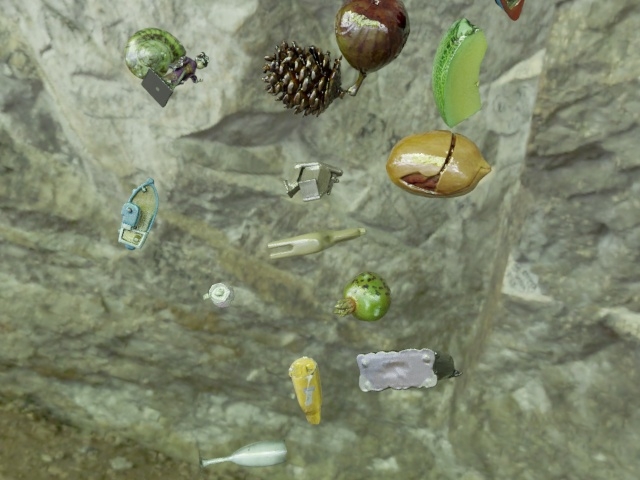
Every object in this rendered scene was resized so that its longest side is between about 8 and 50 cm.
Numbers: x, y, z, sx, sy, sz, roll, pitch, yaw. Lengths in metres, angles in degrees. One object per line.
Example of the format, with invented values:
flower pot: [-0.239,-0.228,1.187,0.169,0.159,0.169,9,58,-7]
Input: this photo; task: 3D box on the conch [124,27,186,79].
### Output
conch: [-0.500,-0.570,1.937,0.187,0.181,0.124,-17,-41,-11]

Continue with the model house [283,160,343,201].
model house: [-0.041,-0.236,2.615,0.229,0.188,0.122,2,-34,31]

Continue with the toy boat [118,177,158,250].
toy boat: [-0.519,-0.076,1.831,0.088,0.215,0.102,19,-3,-4]

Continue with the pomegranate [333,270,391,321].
pomegranate: [0.130,0.182,1.999,0.205,0.159,0.159,-21,14,-38]

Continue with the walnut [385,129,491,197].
walnut: [0.334,-0.217,1.816,0.298,0.203,0.203,3,-17,20]

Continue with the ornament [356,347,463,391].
ornament: [0.248,0.352,1.750,0.251,0.106,0.260,-7,-12,22]

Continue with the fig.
fig: [0.125,-0.543,1.825,0.217,0.217,0.321,17,-34,-2]

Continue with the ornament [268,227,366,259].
ornament: [0.000,0.000,1.912,0.245,0.061,0.230,-10,3,22]

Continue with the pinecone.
pinecone: [-0.050,-0.499,1.987,0.273,0.224,0.224,16,-13,1]

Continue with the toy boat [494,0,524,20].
toy boat: [0.513,-0.734,1.733,0.079,0.136,0.392,45,-2,21]

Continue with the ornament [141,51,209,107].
ornament: [-0.346,-0.421,1.630,0.081,0.203,0.088,53,-40,-3]

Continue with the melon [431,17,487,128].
melon: [0.505,-0.632,2.323,0.226,0.331,0.343,6,-38,29]

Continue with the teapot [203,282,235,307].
teapot: [-0.266,0.141,1.658,0.083,0.064,0.064,-10,-12,1]

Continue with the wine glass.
wine glass: [-0.174,0.490,1.445,0.198,0.066,0.066,-5,-10,-9]

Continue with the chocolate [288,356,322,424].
chocolate: [-0.028,0.422,1.760,0.086,0.085,0.219,10,-50,28]
